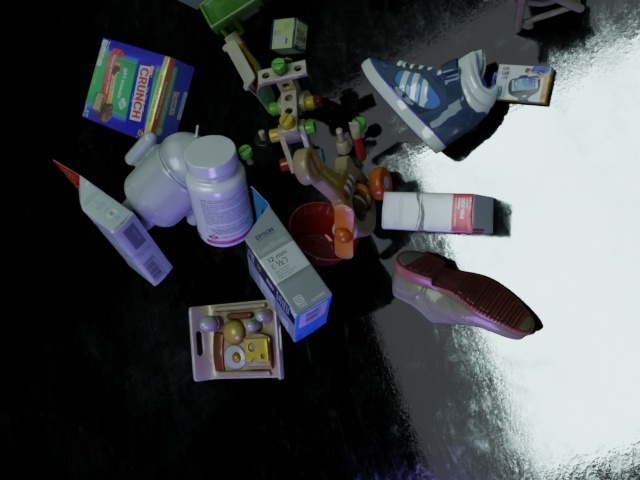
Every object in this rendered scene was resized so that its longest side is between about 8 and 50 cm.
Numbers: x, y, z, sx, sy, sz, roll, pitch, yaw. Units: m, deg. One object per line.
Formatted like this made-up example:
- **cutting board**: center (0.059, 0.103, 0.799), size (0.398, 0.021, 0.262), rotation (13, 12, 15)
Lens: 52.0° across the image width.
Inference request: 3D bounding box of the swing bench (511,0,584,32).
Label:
- **swing bench**: center (0.432, -0.613, 1.383), size (0.165, 0.255, 0.253), rotation (-12, 83, 30)

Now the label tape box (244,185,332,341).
- **label tape box**: center (-0.115, 0.065, 1.679), size (0.115, 0.249, 0.347), rotation (-33, 73, -15)

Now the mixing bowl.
- **mixing bowl**: center (0.000, 0.000, 1.691), size (0.181, 0.182, 0.098), rotation (53, 149, 21)

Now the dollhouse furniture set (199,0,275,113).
- **dollhouse furniture set**: center (-0.172, -0.533, 1.793), size (0.151, 0.197, 0.301), rotation (-31, 75, 10)

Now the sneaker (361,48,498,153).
- **sneaker**: center (0.272, -0.384, 1.559), size (0.236, 0.130, 0.322), rotation (-42, 64, 13)

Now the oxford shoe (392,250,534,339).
- **oxford shoe**: center (0.324, 0.147, 1.528), size (0.348, 0.123, 0.130), rotation (29, 130, 27)

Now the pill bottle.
- **pill bottle**: center (-0.273, -0.131, 1.764), size (0.160, 0.160, 0.283), rotation (31, 146, 28)

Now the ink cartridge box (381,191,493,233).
- **ink cartridge box**: center (0.271, -0.064, 1.517), size (0.218, 0.159, 0.092), rotation (2, 91, 31)

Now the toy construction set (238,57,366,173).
- **toy construction set**: center (-0.037, -0.319, 1.632), size (0.309, 0.237, 0.257), rotation (16, 64, 21)

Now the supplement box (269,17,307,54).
- **supplement box**: center (-0.087, -0.562, 1.806), size (0.083, 0.056, 0.083), rotation (6, 92, 31)

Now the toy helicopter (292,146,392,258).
- **toy helicopter**: center (0.038, -0.103, 1.544), size (0.140, 0.355, 0.234), rotation (-6, 68, 30)

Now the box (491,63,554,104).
- **box**: center (0.454, -0.356, 1.495), size (0.136, 0.028, 0.081), rotation (12, 95, 29)

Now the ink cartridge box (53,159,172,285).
- **ink cartridge box**: center (-0.651, -0.053, 1.988), size (0.385, 0.308, 0.091), rotation (30, 69, 27)

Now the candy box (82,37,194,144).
- **candy box**: center (-0.574, -0.462, 2.057), size (0.317, 0.122, 0.268), rotation (23, 99, 28)

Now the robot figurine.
- **robot figurine**: center (-0.427, -0.176, 1.915), size (0.353, 0.199, 0.300), rotation (-39, 109, 24)

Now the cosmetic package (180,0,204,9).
- **cosmetic package**: center (-0.324, -0.801, 1.931), size (0.238, 0.107, 0.127), rotation (-20, 77, 32)

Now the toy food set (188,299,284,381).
- **toy food set**: center (-0.239, 0.285, 1.850), size (0.306, 0.092, 0.219), rotation (-8, 84, 31)
